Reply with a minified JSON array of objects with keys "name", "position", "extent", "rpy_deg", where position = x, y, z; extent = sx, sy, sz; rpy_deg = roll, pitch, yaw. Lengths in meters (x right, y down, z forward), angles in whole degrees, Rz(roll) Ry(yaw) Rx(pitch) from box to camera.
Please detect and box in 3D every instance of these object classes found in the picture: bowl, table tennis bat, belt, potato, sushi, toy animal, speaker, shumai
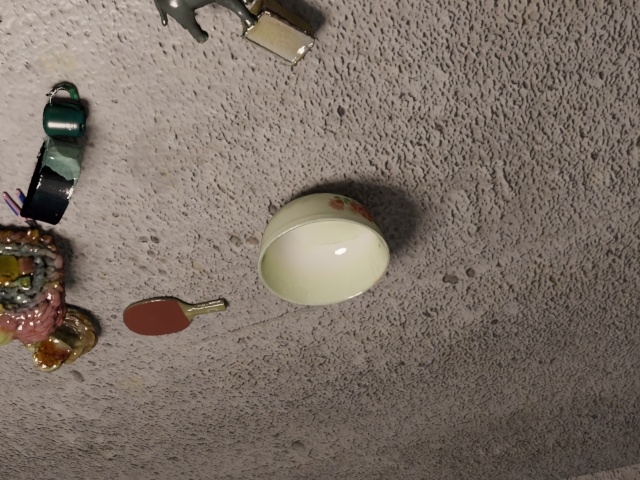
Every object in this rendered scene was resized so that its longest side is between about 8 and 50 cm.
[{"name":"bowl","position":[0.000,0.000,1.976],"extent":[0.276,0.145,0.277],"rpy_deg":[-4,141,-4]},{"name":"table tennis bat","position":[-0.342,0.172,2.217],"extent":[0.246,0.022,0.138],"rpy_deg":[-10,140,5]},{"name":"belt","position":[-0.497,-0.114,1.758],"extent":[0.078,0.151,0.198],"rpy_deg":[17,150,-22]},{"name":"potato","position":[-0.073,-0.358,1.615],"extent":[0.122,0.061,0.086],"rpy_deg":[23,131,-34]},{"name":"sushi","position":[-0.656,0.108,1.932],"extent":[0.270,0.237,0.171],"rpy_deg":[3,150,-12]},{"name":"toy animal","position":[-0.150,-0.414,1.521],"extent":[0.269,0.082,0.137],"rpy_deg":[-24,138,18]},{"name":"speaker","position":[-0.463,-0.236,1.707],"extent":[0.075,0.060,0.095],"rpy_deg":[2,103,-11]},{"name":"shumai","position":[-0.608,0.230,2.145],"extent":[0.161,0.153,0.209],"rpy_deg":[-39,128,22]}]

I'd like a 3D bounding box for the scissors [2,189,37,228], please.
[{"name":"scissors","position":[-0.602,-0.061,1.907],"extent":[0.039,0.012,0.113],"rpy_deg":[-13,139,6]}]
